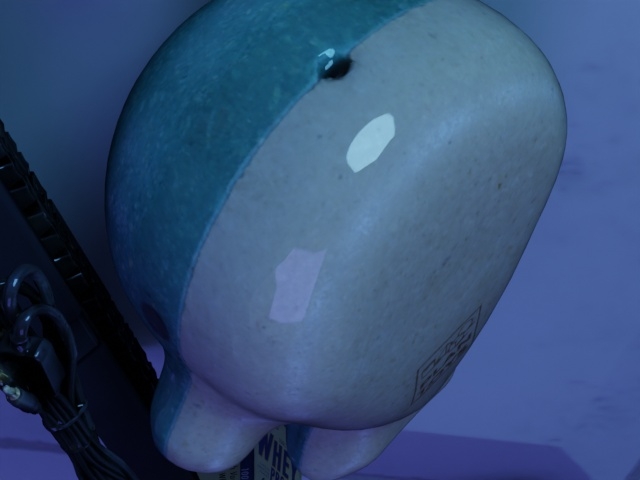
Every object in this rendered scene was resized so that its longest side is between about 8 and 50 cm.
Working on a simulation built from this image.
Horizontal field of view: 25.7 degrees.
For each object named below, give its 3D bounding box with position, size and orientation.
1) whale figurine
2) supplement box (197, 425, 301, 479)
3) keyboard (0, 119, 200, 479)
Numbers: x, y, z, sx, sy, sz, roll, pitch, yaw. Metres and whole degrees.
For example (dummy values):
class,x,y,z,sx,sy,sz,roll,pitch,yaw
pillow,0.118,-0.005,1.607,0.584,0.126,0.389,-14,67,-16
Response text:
class,x,y,z,sx,sy,sz,roll,pitch,yaw
whale figurine,0.000,0.000,0.573,0.141,0.216,0.272,38,161,22
supplement box,-0.059,0.138,0.777,0.083,0.083,0.056,-20,138,19
keyboard,-0.102,0.029,0.563,0.033,0.201,0.317,-25,139,-1
